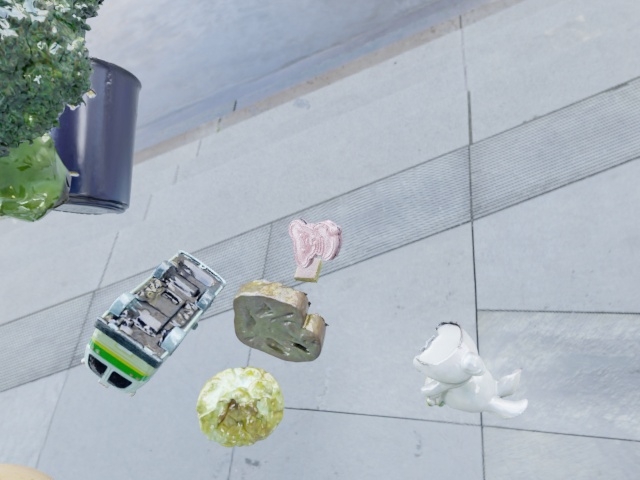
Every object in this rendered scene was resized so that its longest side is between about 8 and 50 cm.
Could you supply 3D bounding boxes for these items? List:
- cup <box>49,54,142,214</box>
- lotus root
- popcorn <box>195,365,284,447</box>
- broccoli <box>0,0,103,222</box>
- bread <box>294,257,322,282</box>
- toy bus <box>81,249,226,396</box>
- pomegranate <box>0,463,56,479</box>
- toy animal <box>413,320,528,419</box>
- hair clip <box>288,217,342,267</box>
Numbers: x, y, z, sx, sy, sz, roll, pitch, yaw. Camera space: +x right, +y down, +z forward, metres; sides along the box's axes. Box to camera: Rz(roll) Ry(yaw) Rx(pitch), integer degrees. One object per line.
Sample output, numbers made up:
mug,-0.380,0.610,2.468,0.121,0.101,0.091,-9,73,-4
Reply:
cup,-0.462,-0.181,0.834,0.255,0.179,0.256,-2,83,45
lotus root,-0.170,0.311,1.640,0.375,0.390,0.111,-25,27,37
popcorn,-0.203,0.427,1.123,0.221,0.204,0.183,-16,22,2
broccoli,-0.304,-0.140,0.327,0.298,0.297,0.297,5,58,-8
bread,-0.047,0.112,1.660,0.090,0.035,0.094,4,58,20
toy bus,-0.312,0.150,0.839,0.134,0.276,0.164,37,115,-4
pomegranate,-0.521,0.542,0.642,0.412,0.411,0.411,-7,63,14
toy animal,0.433,0.399,1.291,0.247,0.310,0.182,-25,21,41
hair clip,-0.011,0.002,1.030,0.102,0.138,0.123,-9,91,-14
